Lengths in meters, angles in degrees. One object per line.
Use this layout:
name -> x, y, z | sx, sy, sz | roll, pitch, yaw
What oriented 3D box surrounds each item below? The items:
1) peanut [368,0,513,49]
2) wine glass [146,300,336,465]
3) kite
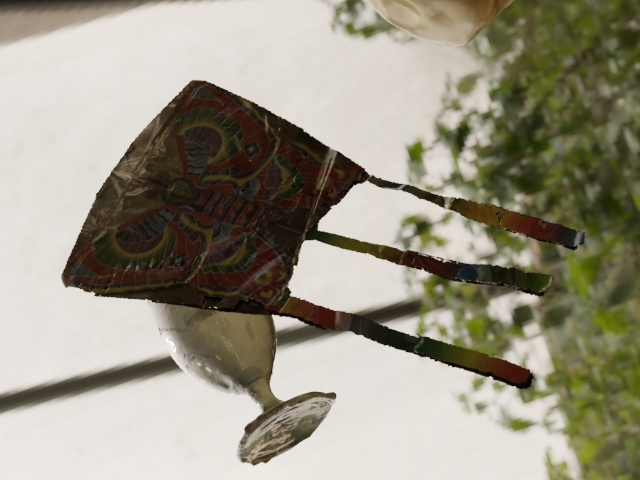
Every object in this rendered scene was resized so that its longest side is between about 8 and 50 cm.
peanut -> 0.053, -0.238, 0.682 | 0.136, 0.120, 0.298 | 162, 105, -82
wine glass -> -0.085, 0.084, 1.291 | 0.222, 0.103, 0.103 | 53, -179, 26
kite -> 0.000, 0.000, 0.776 | 0.152, 0.285, 0.015 | -59, -32, -23
